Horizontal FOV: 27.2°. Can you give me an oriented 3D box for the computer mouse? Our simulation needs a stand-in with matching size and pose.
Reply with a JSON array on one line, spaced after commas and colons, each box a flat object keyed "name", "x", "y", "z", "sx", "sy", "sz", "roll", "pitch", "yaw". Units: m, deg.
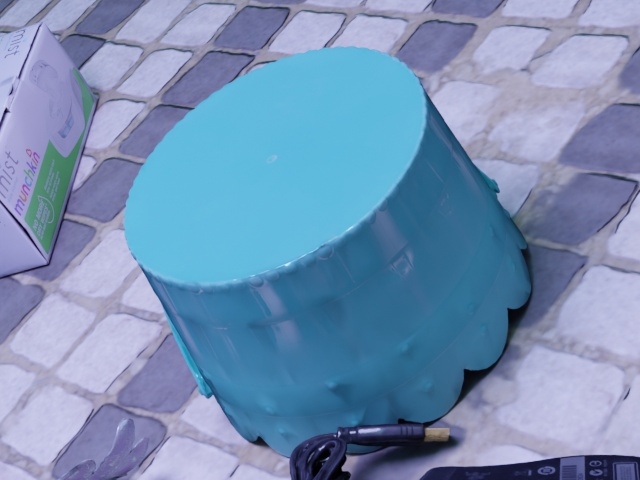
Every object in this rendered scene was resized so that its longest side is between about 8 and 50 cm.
[{"name": "computer mouse", "x": 0.096, "y": 0.170, "z": 0.843, "sx": 0.262, "sy": 0.060, "sz": 0.184, "roll": -7, "pitch": 15, "yaw": 7}]

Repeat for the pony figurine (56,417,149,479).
[{"name": "pony figurine", "x": -0.339, "y": 0.225, "z": 0.932, "sx": 0.351, "sy": 0.303, "sz": 0.363, "roll": -17, "pitch": 55, "yaw": 30}]

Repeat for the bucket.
[{"name": "bucket", "x": 0.000, "y": 0.000, "z": 0.990, "sx": 0.281, "sy": 0.183, "sz": 0.281, "roll": -18, "pitch": 40, "yaw": 16}]

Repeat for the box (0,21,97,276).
[{"name": "box", "x": -0.379, "y": -0.080, "z": 1.370, "sx": 0.231, "sy": 0.126, "sz": 0.262, "roll": -15, "pitch": 40, "yaw": 18}]
